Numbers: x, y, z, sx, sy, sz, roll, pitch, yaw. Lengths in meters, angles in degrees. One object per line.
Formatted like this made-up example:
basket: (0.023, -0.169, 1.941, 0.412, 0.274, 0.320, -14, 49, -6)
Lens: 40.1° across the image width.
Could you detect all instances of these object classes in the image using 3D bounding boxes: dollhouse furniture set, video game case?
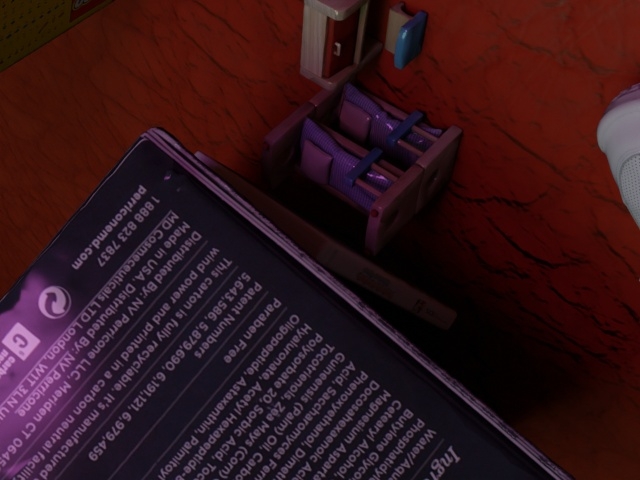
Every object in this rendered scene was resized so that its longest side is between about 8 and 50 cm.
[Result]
dollhouse furniture set: (0.038, -0.109, 0.740, 0.129, 0.129, 0.183, 32, 146, 20)
video game case: (0.000, 0.000, 0.857, 0.206, 0.026, 0.227, 29, -177, -44)

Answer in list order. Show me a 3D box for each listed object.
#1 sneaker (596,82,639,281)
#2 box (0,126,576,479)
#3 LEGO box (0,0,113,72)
sneaker: (0.288, 0.074, 0.582, 0.366, 0.210, 0.137, 50, 148, -7)
box: (-0.046, 0.188, 0.841, 0.472, 0.297, 0.480, 39, 174, 0)
LEGO box: (-0.432, -0.288, 0.726, 0.372, 0.500, 0.193, 43, 148, 5)
